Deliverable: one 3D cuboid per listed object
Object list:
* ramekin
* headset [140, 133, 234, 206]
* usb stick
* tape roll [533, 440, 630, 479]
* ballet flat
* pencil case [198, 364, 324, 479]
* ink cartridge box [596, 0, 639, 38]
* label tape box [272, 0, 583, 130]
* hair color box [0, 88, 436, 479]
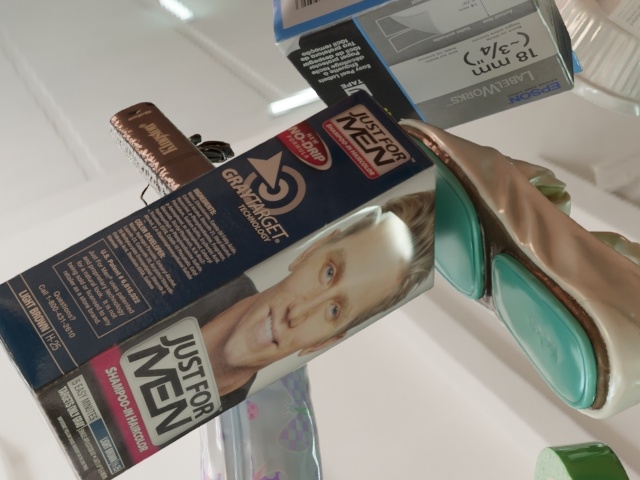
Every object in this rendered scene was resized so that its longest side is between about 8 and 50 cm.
[{"bbox_3d":[0.382,-0.266,1.565,0.207,0.109,0.207,20,-147,-13],"label":"ramekin"},{"bbox_3d":[-0.199,0.046,1.627,0.185,0.243,0.394,-8,-113,6],"label":"headset"},{"bbox_3d":[-0.195,-0.106,1.482,0.077,0.045,0.278,-32,-144,-10],"label":"usb stick"},{"bbox_3d":[0.363,0.431,1.587,0.077,0.321,0.321,-7,-153,-3],"label":"tape roll"},{"bbox_3d":[0.182,0.007,1.008,0.139,0.139,0.400,-22,-145,-11],"label":"ballet flat"},{"bbox_3d":[-0.058,0.210,1.079,0.113,0.273,0.124,-17,160,32],"label":"pencil case"},{"bbox_3d":[0.366,-0.221,1.134,0.104,0.180,0.060,-53,-157,24],"label":"ink cartridge box"},{"bbox_3d":[0.130,-0.190,1.236,0.241,0.334,0.105,-17,-122,20],"label":"label tape box"},{"bbox_3d":[-0.074,0.040,0.949,0.347,0.174,0.105,-30,-123,-16],"label":"hair color box"}]
